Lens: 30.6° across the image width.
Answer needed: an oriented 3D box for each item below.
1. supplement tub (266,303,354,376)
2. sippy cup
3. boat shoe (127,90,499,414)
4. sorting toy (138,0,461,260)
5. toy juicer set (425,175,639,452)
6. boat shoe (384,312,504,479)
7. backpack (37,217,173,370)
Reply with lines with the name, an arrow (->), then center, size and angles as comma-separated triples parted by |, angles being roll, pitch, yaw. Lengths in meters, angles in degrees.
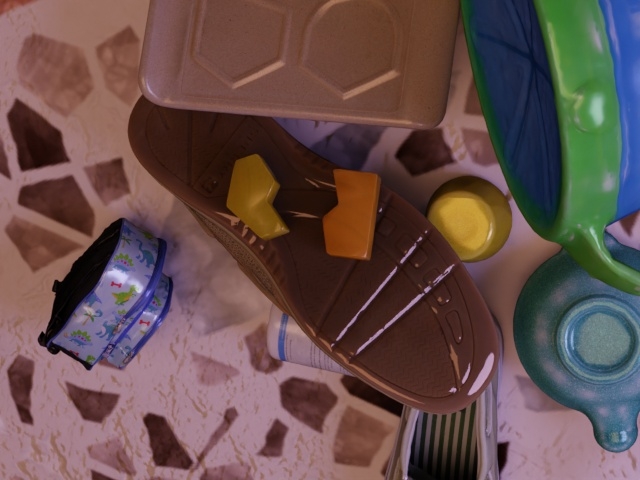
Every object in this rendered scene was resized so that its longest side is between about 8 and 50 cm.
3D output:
supplement tub -> 0.015, 0.074, 0.966 | 0.107, 0.071, 0.071 | 12, 112, 13
sippy cup -> 0.224, -0.135, 0.742 | 0.224, 0.240, 0.305 | -13, 118, -1
boat shoe -> 0.000, 0.000, 0.902 | 0.121, 0.110, 0.341 | -45, 76, -5
sorting toy -> -0.016, -0.145, 0.862 | 0.229, 0.041, 0.307 | 7, 85, 12
toy juicer set -> 0.244, 0.049, 0.884 | 0.209, 0.089, 0.329 | -37, 86, 14
boat shoe -> 0.097, 0.200, 0.972 | 0.109, 0.094, 0.302 | 5, 110, 15
backpack -> -0.174, 0.044, 0.998 | 0.084, 0.105, 0.114 | 30, 116, -20
